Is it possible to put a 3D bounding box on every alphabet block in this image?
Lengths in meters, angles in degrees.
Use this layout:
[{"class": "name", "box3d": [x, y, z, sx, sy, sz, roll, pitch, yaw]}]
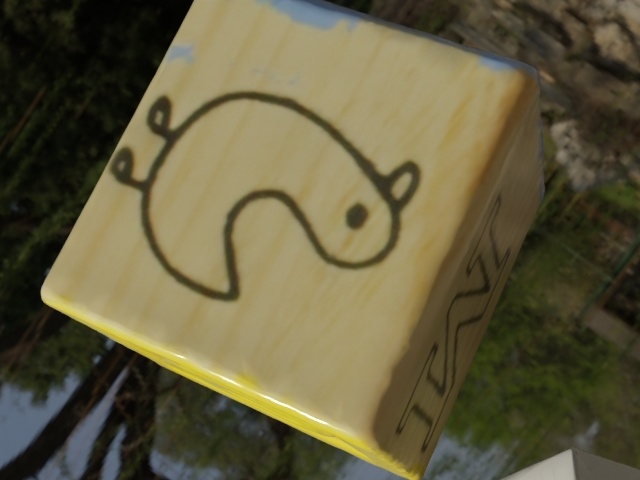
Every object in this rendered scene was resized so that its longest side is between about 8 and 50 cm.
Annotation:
[{"class": "alphabet block", "box3d": [0.000, 0.000, 0.613, 0.192, 0.197, 0.193, 21, 168, 19]}]

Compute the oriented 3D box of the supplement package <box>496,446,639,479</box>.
[{"class": "supplement package", "box3d": [0.168, 0.278, 0.603, 0.204, 0.145, 0.261, 22, -130, -29]}]
